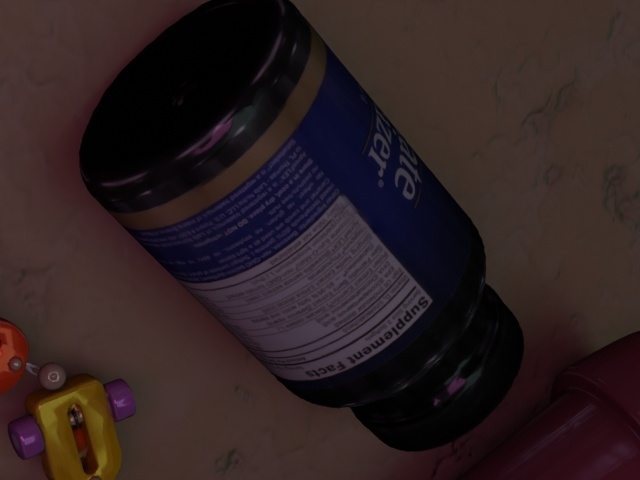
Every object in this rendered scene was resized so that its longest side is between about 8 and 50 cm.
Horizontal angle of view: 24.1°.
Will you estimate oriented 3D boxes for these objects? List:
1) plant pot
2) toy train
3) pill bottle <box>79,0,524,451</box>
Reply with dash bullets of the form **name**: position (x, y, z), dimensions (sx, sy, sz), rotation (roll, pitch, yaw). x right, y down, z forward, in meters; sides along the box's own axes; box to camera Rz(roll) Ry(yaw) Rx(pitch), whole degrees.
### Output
- **plant pot**: position (0.143, 0.175, 0.799), dimensions (0.180, 0.201, 0.201), rotation (-26, 114, -12)
- **toy train**: position (-0.153, 0.101, 0.675), dimensions (0.125, 0.046, 0.166), rotation (10, 93, -31)
- **pill bottle**: position (0.000, 0.000, 0.701), dimensions (0.123, 0.123, 0.219), rotation (-51, 122, -13)
